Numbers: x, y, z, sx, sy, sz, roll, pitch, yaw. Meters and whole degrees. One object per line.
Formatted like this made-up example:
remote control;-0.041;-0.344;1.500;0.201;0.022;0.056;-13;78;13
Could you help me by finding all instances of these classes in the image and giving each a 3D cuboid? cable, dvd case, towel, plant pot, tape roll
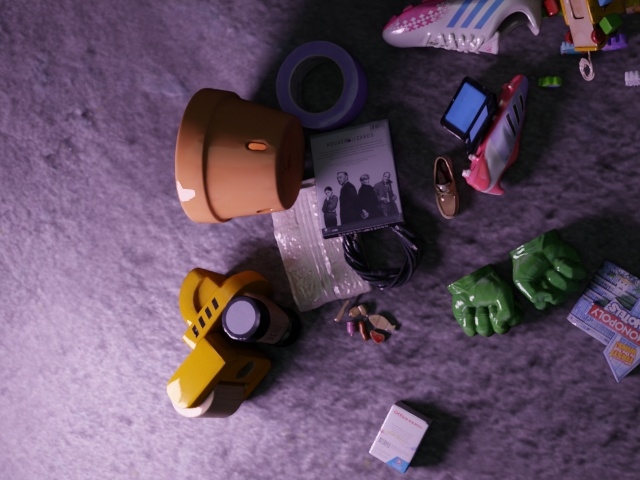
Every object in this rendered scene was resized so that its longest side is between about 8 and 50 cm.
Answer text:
cable;0.123;0.017;1.835;0.184;0.047;0.151;32;88;4
dvd case;0.076;-0.132;1.833;0.179;0.029;0.239;-11;69;11
towel;0.000;0.000;1.894;0.187;0.049;0.282;-18;84;19
plant pot;-0.156;-0.172;1.827;0.203;0.291;0.291;6;92;14
tape roll;0.004;-0.334;1.876;0.188;0.080;0.189;0;91;20

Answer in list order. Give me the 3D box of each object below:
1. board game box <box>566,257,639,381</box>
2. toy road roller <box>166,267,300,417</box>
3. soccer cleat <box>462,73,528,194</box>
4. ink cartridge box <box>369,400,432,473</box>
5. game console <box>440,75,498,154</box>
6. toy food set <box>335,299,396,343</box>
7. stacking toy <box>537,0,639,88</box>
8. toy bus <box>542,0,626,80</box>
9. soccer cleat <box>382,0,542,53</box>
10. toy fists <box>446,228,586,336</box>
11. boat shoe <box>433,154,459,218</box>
board game box;0.592;0.167;1.685;0.194;0.060;0.194;33;99;16
toy road roller;-0.227;0.209;1.900;0.240;0.202;0.330;40;97;27
soccer cleat;0.377;-0.215;1.757;0.095;0.083;0.248;23;95;-7
ink cartridge box;0.173;0.417;1.833;0.088;0.052;0.123;28;100;16
game console;0.302;-0.256;1.761;0.071;0.107;0.122;23;121;-7
toy food set;0.097;0.183;1.878;0.122;0.019;0.078;33;101;8
stacking toy;0.542;-0.388;1.707;0.221;0.052;0.167;0;83;25
toy bus;0.524;-0.445;1.632;0.104;0.202;0.191;-23;63;-11
soccer cleat;0.290;-0.436;1.756;0.331;0.116;0.143;-16;82;18
toy fists;0.396;0.097;1.734;0.279;0.096;0.142;-31;81;15
boat shoe;0.260;-0.113;1.806;0.050;0.045;0.136;-11;86;19
